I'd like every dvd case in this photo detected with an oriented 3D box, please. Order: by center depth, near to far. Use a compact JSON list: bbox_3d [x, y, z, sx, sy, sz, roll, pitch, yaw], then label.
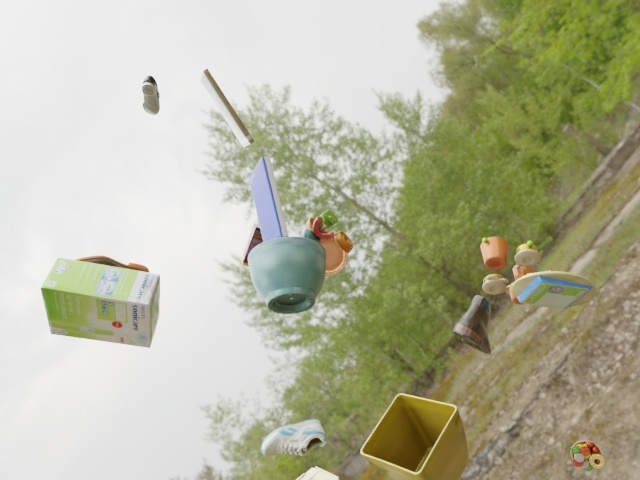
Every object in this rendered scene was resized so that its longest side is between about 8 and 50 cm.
[{"bbox_3d":[-0.261,-0.361,1.429,0.018,0.221,0.164,-36,15,-9],"label":"dvd case"}]

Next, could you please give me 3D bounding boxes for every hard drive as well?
[{"bbox_3d":[-0.206,-0.135,2.001,0.040,0.319,0.210,-9,-14,-24],"label":"hard drive"}]

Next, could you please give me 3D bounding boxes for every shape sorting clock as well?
[{"bbox_3d":[0.618,0.130,1.366,0.206,0.206,0.041,101,177,-61],"label":"shape sorting clock"}]

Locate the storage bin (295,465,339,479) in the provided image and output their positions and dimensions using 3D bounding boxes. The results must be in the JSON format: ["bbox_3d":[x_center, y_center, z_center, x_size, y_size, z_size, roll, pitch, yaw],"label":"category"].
[{"bbox_3d":[0.036,1.083,2.090,0.123,0.263,0.260,-31,3,-27],"label":"storage bin"}]

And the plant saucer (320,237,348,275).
[{"bbox_3d":[0.038,0.069,2.433,0.200,0.200,0.037,-50,-17,5],"label":"plant saucer"}]

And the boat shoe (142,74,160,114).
[{"bbox_3d":[-0.448,-0.382,1.357,0.125,0.046,0.038,108,165,-63],"label":"boat shoe"}]

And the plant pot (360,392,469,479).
[{"bbox_3d":[0.278,0.572,1.391,0.212,0.187,0.212,-6,34,51],"label":"plant pot"}]

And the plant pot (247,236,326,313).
[{"bbox_3d":[-0.113,0.144,1.858,0.292,0.197,0.293,-5,-32,-3],"label":"plant pot"}]

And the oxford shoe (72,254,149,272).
[{"bbox_3d":[-0.676,0.118,1.650,0.271,0.098,0.097,9,-52,-35],"label":"oxford shoe"}]

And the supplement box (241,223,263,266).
[{"bbox_3d":[-0.304,0.027,2.422,0.104,0.080,0.188,-140,70,-74],"label":"supplement box"}]

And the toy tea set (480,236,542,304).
[{"bbox_3d":[0.686,0.097,1.876,0.336,0.199,0.124,74,-159,-46],"label":"toy tea set"}]

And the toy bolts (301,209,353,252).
[{"bbox_3d":[0.000,0.000,2.109,0.158,0.218,0.228,-38,-6,20],"label":"toy bolts"}]

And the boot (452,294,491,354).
[{"bbox_3d":[0.398,0.212,1.268,0.106,0.082,0.219,-62,-34,-8],"label":"boot"}]

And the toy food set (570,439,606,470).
[{"bbox_3d":[0.726,0.586,1.401,0.082,0.084,0.020,-23,-3,22],"label":"toy food set"}]

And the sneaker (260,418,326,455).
[{"bbox_3d":[-0.091,0.689,1.760,0.228,0.092,0.088,-13,-54,-17],"label":"sneaker"}]

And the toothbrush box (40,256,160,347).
[{"bbox_3d":[-0.608,0.179,1.451,0.122,0.282,0.206,-90,13,-47],"label":"toothbrush box"}]
